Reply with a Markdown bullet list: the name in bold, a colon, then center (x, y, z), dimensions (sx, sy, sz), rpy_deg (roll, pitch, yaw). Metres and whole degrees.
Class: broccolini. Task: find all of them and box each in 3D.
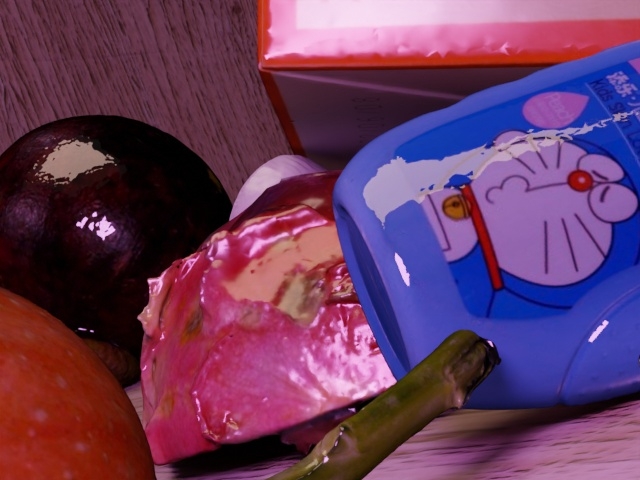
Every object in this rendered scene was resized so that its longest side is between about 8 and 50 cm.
- **broccolini**: center (-0.050, 0.101, 0.698), dimensions (0.271, 0.062, 0.123), rpy_deg (-28, 22, -27)

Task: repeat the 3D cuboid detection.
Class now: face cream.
- **face cream**: center (0.145, -0.017, 0.811), dimensions (0.264, 0.149, 0.083), rpy_deg (-19, -25, -10)

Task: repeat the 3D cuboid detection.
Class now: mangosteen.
- **mangosteen**: center (-0.184, 0.028, 1.551), dimensions (0.228, 0.228, 0.265), rpy_deg (-15, 47, 52)

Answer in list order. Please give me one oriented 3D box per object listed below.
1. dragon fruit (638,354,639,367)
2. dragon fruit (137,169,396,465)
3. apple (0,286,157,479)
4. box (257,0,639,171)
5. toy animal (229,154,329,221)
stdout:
- **dragon fruit**: center (0.146, 0.022, 0.441), dimensions (0.130, 0.121, 0.142), rpy_deg (20, -56, -43)
- **dragon fruit**: center (-0.002, 0.031, 0.965), dimensions (0.274, 0.126, 0.161), rpy_deg (-19, 3, 25)
- **apple**: center (-0.139, 0.091, 0.508), dimensions (0.168, 0.181, 0.181), rpy_deg (5, -11, -33)
- **box**: center (0.134, -0.181, 1.145), dimensions (0.319, 0.256, 0.348), rpy_deg (0, -10, 6)
- **toy animal**: center (0.056, 0.032, 1.098), dimensions (0.221, 0.130, 0.104), rpy_deg (14, -10, 36)
